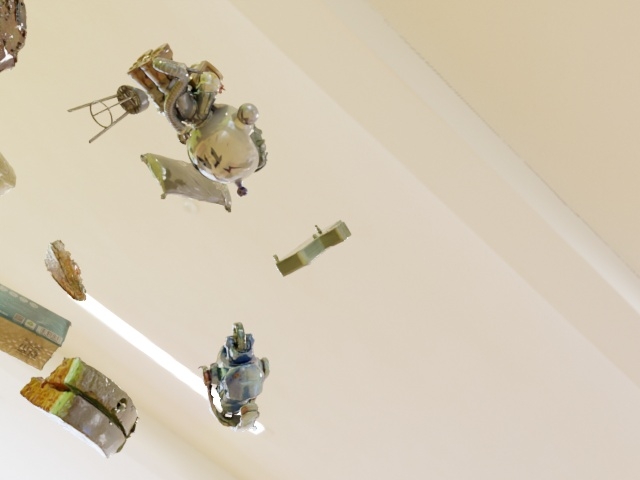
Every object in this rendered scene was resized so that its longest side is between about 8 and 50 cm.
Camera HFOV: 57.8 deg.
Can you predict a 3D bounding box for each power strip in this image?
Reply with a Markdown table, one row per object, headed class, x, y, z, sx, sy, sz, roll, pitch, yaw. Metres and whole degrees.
| class | x | y | z | sx | sy | sz | roll | pitch | yaw |
| --- | --- | --- | --- | --- | --- | --- | --- | --- | --- |
| power strip | 0.000 | 0.000 | 1.350 | 0.145 | 0.215 | 0.061 | -27 | -82 | 35 |

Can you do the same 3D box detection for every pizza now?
| class | x | y | z | sx | sy | sz | roll | pitch | yaw |
| --- | --- | --- | --- | --- | --- | --- | --- | --- | --- |
| pizza | -0.686 | 0.064 | 1.550 | 0.185 | 0.052 | 0.195 | 36 | -40 | 21 |

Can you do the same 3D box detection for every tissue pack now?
| class | x | y | z | sx | sy | sz | roll | pitch | yaw |
| --- | --- | --- | --- | --- | --- | --- | --- | --- | --- |
| tissue pack | -0.956 | 0.274 | 1.835 | 0.271 | 0.192 | 0.134 | 37 | -86 | -20 |

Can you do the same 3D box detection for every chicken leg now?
| class | x | y | z | sx | sy | sz | roll | pitch | yaw |
| --- | --- | --- | --- | --- | --- | --- | --- | --- | --- |
| chicken leg | -0.434 | -0.321 | 0.769 | 0.063 | 0.105 | 0.234 | -1 | -82 | 9 |

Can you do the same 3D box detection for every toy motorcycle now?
| class | x | y | z | sx | sy | sz | roll | pitch | yaw |
| --- | --- | --- | --- | --- | --- | --- | --- | --- | --- |
| toy motorcycle | -0.203 | 0.382 | 1.561 | 0.241 | 0.182 | 0.319 | 46 | -34 | 20 |

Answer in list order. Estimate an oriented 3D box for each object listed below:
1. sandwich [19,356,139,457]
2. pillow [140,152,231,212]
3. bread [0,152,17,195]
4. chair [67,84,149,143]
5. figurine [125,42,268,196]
| class | x | y | z | sx | sy | sz | roll | pitch | yaw |
| --- | --- | --- | --- | --- | --- | --- | --- | --- | --- |
| sandwich | -0.478 | 0.329 | 1.151 | 0.212 | 0.109 | 0.292 | 25 | -34 | 0 |
| pillow | -0.339 | -0.159 | 1.536 | 0.059 | 0.255 | 0.169 | -42 | -119 | 27 |
| bread | -0.930 | -0.176 | 1.576 | 0.141 | 0.134 | 0.148 | -29 | -45 | -2 |
| chair | -0.595 | -0.376 | 1.642 | 0.095 | 0.221 | 0.104 | 42 | -45 | 5 |
| figurine | -0.267 | -0.280 | 1.348 | 0.261 | 0.186 | 0.382 | 10 | -34 | 49 |
